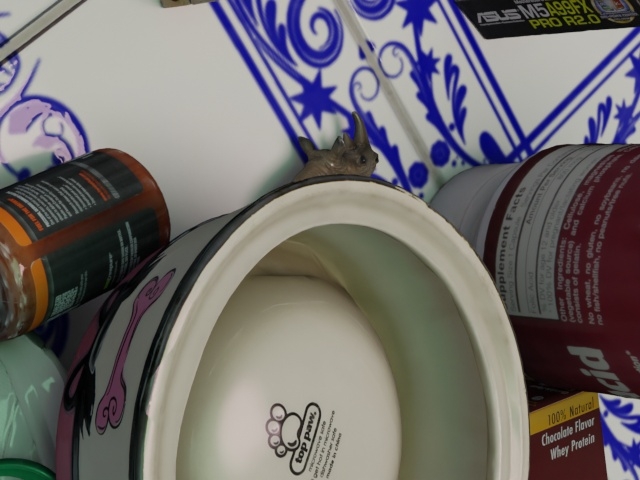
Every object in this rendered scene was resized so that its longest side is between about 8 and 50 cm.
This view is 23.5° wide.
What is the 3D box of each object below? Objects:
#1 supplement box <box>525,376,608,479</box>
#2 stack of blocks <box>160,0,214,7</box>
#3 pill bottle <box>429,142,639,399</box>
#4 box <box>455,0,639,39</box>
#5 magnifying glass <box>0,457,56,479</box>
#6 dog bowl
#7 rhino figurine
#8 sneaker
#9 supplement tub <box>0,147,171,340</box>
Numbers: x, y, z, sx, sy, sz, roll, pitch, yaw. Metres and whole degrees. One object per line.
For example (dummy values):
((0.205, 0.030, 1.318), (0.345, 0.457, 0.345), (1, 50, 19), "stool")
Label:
((0.158, 0.244, 1.428), (0.191, 0.129, 0.194), (-15, 102, -36), "supplement box")
((-0.023, -0.326, 1.290), (0.297, 0.087, 0.171), (-30, 110, -32), "stack of blocks")
((0.276, 0.027, 1.343), (0.224, 0.392, 0.224), (-2, 93, -36), "pill bottle")
((0.277, -0.310, 1.439), (0.060, 0.216, 0.270), (47, 66, -31), "box")
((-0.285, 0.232, 1.096), (0.231, 0.026, 0.092), (-27, 103, -7), "magnifying glass")
((-0.022, 0.157, 1.154), (0.408, 0.150, 0.408), (2, 88, -45), "dog bowl")
((0.000, 0.000, 1.333), (0.106, 0.073, 0.243), (26, 75, -38), "rhino figurine")
((-0.228, 0.217, 1.167), (0.129, 0.111, 0.297), (-21, 98, -22), "sneaker")
((-0.212, 0.007, 1.134), (0.198, 0.106, 0.106), (-28, 109, -44), "supplement tub")
